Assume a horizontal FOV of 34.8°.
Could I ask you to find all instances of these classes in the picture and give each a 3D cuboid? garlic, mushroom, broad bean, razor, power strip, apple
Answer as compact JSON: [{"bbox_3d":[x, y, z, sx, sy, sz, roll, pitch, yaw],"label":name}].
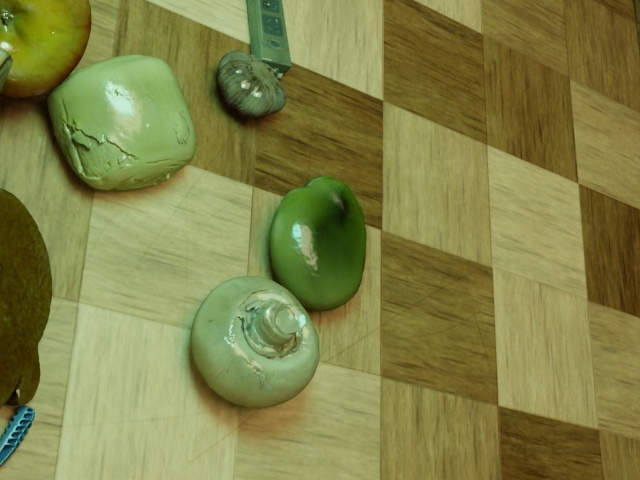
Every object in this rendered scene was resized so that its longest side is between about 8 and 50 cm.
[{"bbox_3d":[-0.149,-0.314,2.083,0.159,0.102,0.147,23,44,-42],"label":"garlic"},{"bbox_3d":[-0.109,0.174,1.841,0.246,0.202,0.246,16,54,-24],"label":"mushroom"},{"bbox_3d":[0.000,0.000,2.052,0.238,0.119,0.291,29,58,-36],"label":"broad bean"},{"bbox_3d":[-0.509,0.360,1.556,0.082,0.042,0.253,76,30,-47],"label":"razor"},{"bbox_3d":[-0.117,-0.488,2.217,0.080,0.048,0.286,8,65,-36],"label":"power strip"},{"bbox_3d":[-0.519,-0.380,1.703,0.286,0.233,0.286,-7,115,-15],"label":"apple"}]

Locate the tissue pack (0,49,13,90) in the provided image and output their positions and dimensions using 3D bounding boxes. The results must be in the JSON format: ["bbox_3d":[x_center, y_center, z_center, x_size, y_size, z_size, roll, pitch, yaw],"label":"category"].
[{"bbox_3d":[-0.632,-0.187,1.505,0.238,0.238,0.306,38,32,-19],"label":"tissue pack"}]

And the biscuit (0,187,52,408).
[{"bbox_3d":[-0.528,0.112,1.548,0.394,0.070,0.350,-69,149,-54],"label":"biscuit"}]

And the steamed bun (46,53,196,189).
[{"bbox_3d":[-0.338,-0.217,1.850,0.273,0.166,0.232,-15,80,-41],"label":"steamed bun"}]
